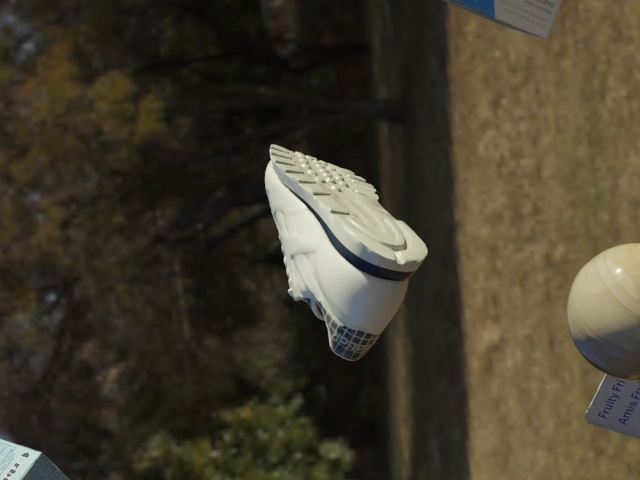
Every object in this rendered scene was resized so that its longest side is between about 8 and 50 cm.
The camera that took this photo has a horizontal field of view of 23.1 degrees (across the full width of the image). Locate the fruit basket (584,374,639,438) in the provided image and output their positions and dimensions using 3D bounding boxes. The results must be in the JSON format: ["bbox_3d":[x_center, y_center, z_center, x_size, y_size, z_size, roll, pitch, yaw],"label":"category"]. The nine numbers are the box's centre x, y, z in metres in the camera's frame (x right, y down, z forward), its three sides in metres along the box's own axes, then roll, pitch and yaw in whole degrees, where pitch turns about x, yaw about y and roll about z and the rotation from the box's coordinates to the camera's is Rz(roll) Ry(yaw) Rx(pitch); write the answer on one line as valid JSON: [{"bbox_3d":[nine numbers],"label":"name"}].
[{"bbox_3d":[0.411,0.066,1.103,0.165,0.353,0.327,-89,18,-59],"label":"fruit basket"}]

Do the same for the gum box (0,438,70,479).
[{"bbox_3d":[-0.215,0.191,1.103,0.041,0.184,0.157,-54,-52,-25],"label":"gum box"}]

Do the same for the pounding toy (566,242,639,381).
[{"bbox_3d":[0.207,-0.025,0.640,0.110,0.183,0.237,104,-170,-77],"label":"pounding toy"}]

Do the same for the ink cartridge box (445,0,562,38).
[{"bbox_3d":[0.176,-0.304,1.467,0.082,0.140,0.190,36,106,60],"label":"ink cartridge box"}]

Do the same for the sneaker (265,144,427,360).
[{"bbox_3d":[0.000,0.000,1.203,0.235,0.090,0.095,-122,47,-61],"label":"sneaker"}]
